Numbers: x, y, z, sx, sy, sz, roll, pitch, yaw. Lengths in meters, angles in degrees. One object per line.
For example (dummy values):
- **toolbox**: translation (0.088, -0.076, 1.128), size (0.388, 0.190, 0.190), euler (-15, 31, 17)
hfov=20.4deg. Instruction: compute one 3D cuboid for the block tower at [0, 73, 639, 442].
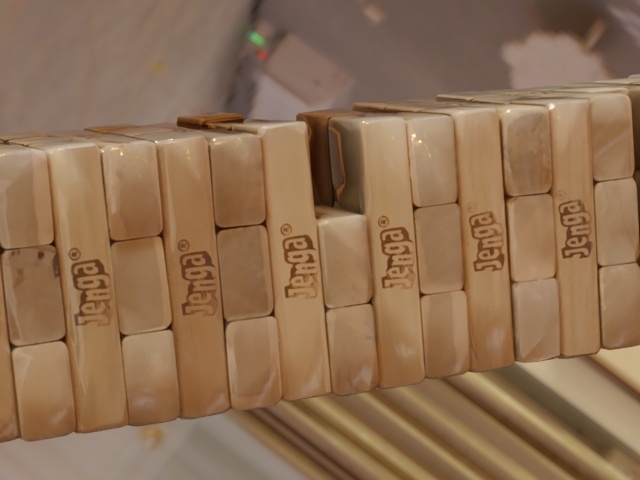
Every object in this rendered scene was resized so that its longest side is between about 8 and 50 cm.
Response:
- **block tower**: translation (0.000, 0.000, 0.601), size (0.336, 0.091, 0.097), euler (-7, 8, -21)
